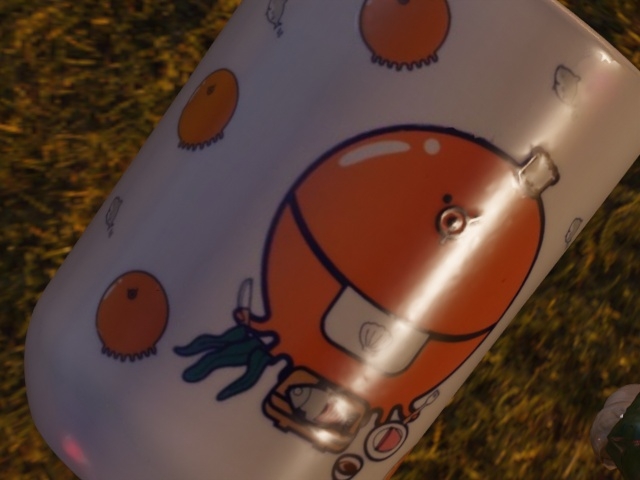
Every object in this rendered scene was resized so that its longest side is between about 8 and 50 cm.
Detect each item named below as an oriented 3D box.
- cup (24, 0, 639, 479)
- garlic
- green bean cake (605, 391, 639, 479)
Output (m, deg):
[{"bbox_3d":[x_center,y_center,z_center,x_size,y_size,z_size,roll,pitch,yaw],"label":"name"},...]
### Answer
[{"bbox_3d":[0.000,0.000,0.815,0.212,0.212,0.317,37,95,9],"label":"cup"},{"bbox_3d":[0.303,0.171,1.467,0.094,0.113,0.074,-37,53,56],"label":"garlic"},{"bbox_3d":[0.422,0.210,1.261,0.308,0.169,0.300,50,146,-8],"label":"green bean cake"}]
